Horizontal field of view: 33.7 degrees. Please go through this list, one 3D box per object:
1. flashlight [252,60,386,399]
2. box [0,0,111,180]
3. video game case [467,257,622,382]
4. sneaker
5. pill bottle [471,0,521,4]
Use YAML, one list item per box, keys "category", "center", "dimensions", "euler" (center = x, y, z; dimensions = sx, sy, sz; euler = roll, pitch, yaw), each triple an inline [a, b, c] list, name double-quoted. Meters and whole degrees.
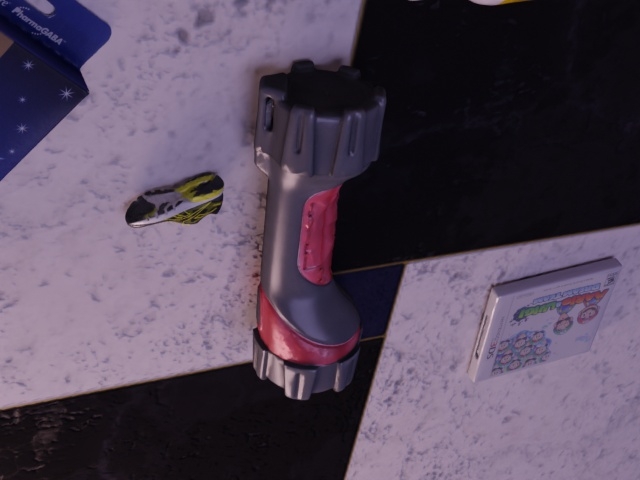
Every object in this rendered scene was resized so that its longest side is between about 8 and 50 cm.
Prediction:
- category: "flashlight"
  center: [0.000, 0.000, 0.882]
  dimensions: [0.103, 0.103, 0.304]
  euler: [-33, 146, -38]
- category: "box"
  center: [-0.255, -0.089, 0.698]
  dimensions: [0.225, 0.036, 0.136]
  euler: [-43, 137, 12]
- category: "video game case"
  center: [0.246, 0.089, 1.167]
  dimensions: [0.157, 0.019, 0.143]
  euler: [-12, 136, -19]
- category: "sneaker"
  center: [-0.114, -0.023, 0.843]
  dimensions: [0.083, 0.031, 0.035]
  euler: [-19, 138, -12]
- category: "pill bottle"
  center: [0.150, -0.226, 0.726]
  dimensions: [0.208, 0.119, 0.119]
  euler: [-12, 136, -20]
